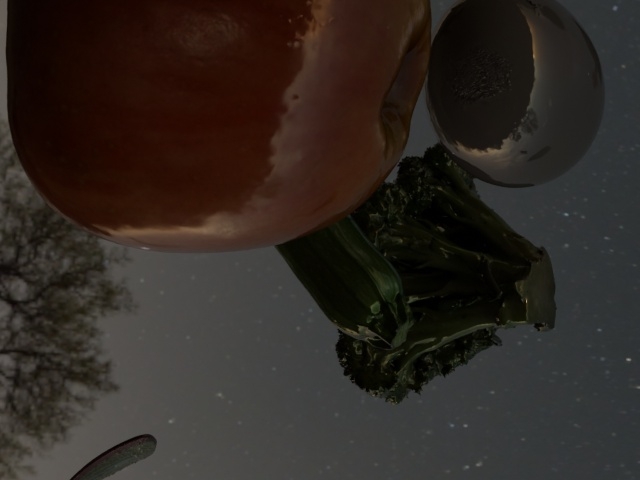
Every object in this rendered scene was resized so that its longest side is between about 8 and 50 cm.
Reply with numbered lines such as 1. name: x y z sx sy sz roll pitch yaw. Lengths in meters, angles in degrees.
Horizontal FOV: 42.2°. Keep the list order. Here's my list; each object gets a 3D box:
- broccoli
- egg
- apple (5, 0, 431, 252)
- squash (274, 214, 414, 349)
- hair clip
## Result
1. broccoli: 0.145 0.047 1.039 0.283 0.304 0.321 6 -61 43
2. egg: 0.159 -0.126 0.691 0.147 0.198 0.146 -12 -127 16
3. apple: -0.056 -0.108 0.507 0.242 0.241 0.242 5 90 -83
4. squash: 0.000 0.000 0.688 0.219 0.068 0.077 52 -42 21
5. hair clip: -0.212 0.227 0.775 0.022 0.137 0.054 42 -29 19
